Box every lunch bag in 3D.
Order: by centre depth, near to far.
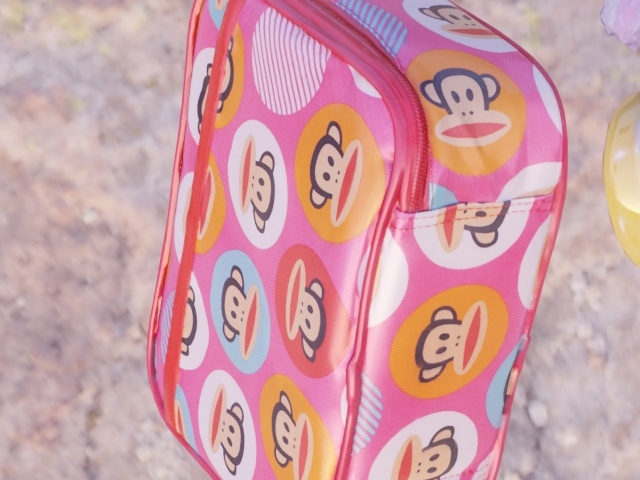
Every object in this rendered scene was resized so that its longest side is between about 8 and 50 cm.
[{"bbox_3d":[0.000,0.000,0.998,0.120,0.293,0.258,-6,30,-29],"label":"lunch bag"}]

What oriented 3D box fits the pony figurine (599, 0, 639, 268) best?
[{"bbox_3d":[0.237,-0.062,0.375,0.363,0.351,0.303,-3,42,31],"label":"pony figurine"}]
